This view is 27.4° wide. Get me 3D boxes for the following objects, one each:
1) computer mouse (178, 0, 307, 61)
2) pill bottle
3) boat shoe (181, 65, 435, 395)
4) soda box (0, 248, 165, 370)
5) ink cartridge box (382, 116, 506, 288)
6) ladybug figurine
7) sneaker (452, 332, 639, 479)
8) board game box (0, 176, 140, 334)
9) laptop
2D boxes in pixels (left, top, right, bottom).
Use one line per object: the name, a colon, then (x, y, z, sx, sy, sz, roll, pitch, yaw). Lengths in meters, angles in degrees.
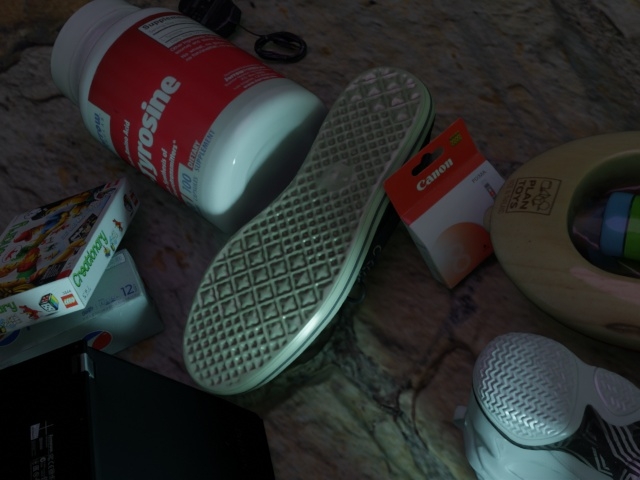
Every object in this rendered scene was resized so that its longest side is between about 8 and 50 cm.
computer mouse: (-0.123, -0.334, 2.075, 0.242, 0.041, 0.071, 29, 77, 22)
pill bottle: (-0.196, -0.192, 1.877, 0.408, 0.229, 0.229, 34, 71, 32)
boat shoe: (0.000, 0.000, 1.744, 0.187, 0.156, 0.500, 27, 75, 24)
soda box: (-0.366, 0.126, 1.792, 0.286, 0.098, 0.091, -26, 54, -2)
ink cartridge box: (0.178, -0.047, 1.708, 0.145, 0.179, 0.045, -40, 36, -12)
ladybug figurine: (0.422, 0.015, 1.607, 0.449, 0.162, 0.305, 12, 60, 22)
sneaker: (0.314, 0.253, 1.475, 0.366, 0.210, 0.137, 32, 61, 5)
board game box: (-0.373, 0.024, 1.787, 0.193, 0.053, 0.305, -18, 23, 15)
laptop: (-0.266, 0.333, 1.498, 0.408, 0.236, 0.382, -20, 40, 3)
